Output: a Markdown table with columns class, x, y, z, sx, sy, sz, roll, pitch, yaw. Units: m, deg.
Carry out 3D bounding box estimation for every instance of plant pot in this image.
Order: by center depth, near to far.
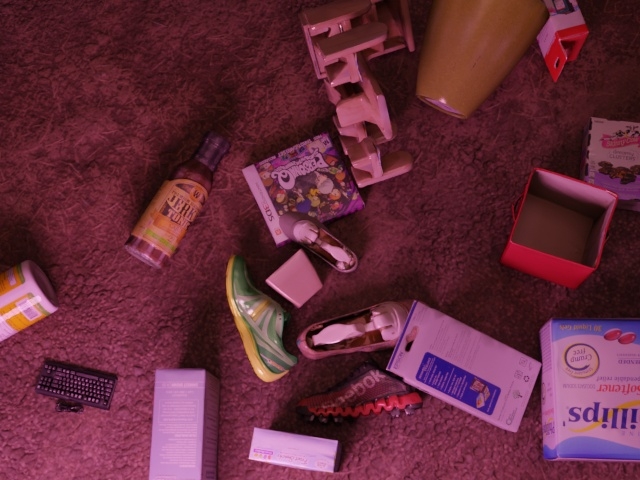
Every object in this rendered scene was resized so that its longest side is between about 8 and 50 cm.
| class | x | y | z | sx | sy | sz | roll | pitch | yaw |
| --- | --- | --- | --- | --- | --- | --- | --- | --- | --- |
| plant pot | -0.053 | 0.094 | 1.907 | 0.109 | 0.109 | 0.096 | -42 | 86 | -8 |
| plant pot | 0.346 | -0.447 | 1.970 | 0.274 | 0.275 | 0.294 | 27 | 93 | 11 |

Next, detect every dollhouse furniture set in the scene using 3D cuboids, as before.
| class | x | y | z | sx | sy | sz | roll | pitch | yaw |
| --- | --- | --- | --- | --- | --- | --- | --- | --- | --- |
| dollhouse furniture set | 0.126 | -0.401 | 1.916 | 0.256 | 0.362 | 0.394 | -19 | 44 | 0 |

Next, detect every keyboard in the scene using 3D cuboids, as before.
| class | x | y | z | sx | sy | sz | roll | pitch | yaw |
| --- | --- | --- | --- | --- | --- | --- | --- | --- | --- |
| keyboard | -0.560 | 0.343 | 1.909 | 0.180 | 0.023 | 0.108 | 12 | 75 | 8 |

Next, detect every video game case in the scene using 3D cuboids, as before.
| class | x | y | z | sx | sy | sz | roll | pitch | yaw |
| --- | --- | --- | --- | --- | --- | --- | --- | --- | --- |
| video game case | -0.042 | -0.124 | 1.998 | 0.232 | 0.042 | 0.210 | -24 | 75 | -3 |

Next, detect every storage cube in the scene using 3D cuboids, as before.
| class | x | y | z | sx | sy | sz | roll | pitch | yaw |
| --- | --- | --- | --- | --- | --- | --- | --- | --- | --- |
| storage cube | 0.518 | -0.024 | 1.852 | 0.215 | 0.193 | 0.184 | 19 | 76 | 10 |

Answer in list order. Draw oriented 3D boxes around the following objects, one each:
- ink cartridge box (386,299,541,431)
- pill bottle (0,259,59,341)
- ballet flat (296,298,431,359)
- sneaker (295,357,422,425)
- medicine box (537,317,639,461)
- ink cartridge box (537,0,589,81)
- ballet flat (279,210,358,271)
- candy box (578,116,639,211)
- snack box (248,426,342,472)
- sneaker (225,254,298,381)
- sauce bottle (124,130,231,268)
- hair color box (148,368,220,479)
| class | x | y | z | sx | sy | sz | roll | pitch | yaw |
| --- | --- | --- | --- | --- | --- | --- | --- | --- | --- |
| ink cartridge box | 0.299 | 0.267 | 1.789 | 0.332 | 0.065 | 0.165 | 28 | 77 | -14 |
| pill bottle | -0.740 | 0.159 | 1.915 | 0.245 | 0.136 | 0.136 | -29 | 74 | -5 |
| ballet flat | 0.101 | 0.198 | 1.861 | 0.316 | 0.106 | 0.108 | -17 | 73 | -1 |
| sneaker | 0.079 | 0.329 | 1.830 | 0.276 | 0.097 | 0.135 | -8 | 74 | -1 |
| medicine box | 0.609 | 0.318 | 1.769 | 0.263 | 0.149 | 0.289 | 0 | 73 | 4 |
| ink cartridge box | 0.573 | -0.517 | 2.021 | 0.078 | 0.134 | 0.231 | -15 | 74 | -1 |
| ballet flat | 0.000 | 0.000 | 1.919 | 0.213 | 0.068 | 0.072 | 35 | 88 | -3 |
| candy box | 0.692 | -0.177 | 1.947 | 0.164 | 0.070 | 0.196 | 8 | 75 | 6 |
| snack box | -0.047 | 0.439 | 1.749 | 0.174 | 0.207 | 0.070 | 8 | 74 | 7 |
| sneaker | -0.134 | 0.168 | 1.895 | 0.123 | 0.109 | 0.296 | -21 | 82 | -6 |
| sauce bottle | -0.330 | -0.102 | 1.976 | 0.111 | 0.111 | 0.344 | 27 | 79 | 11 |
| hair color box | -0.286 | 0.469 | 1.768 | 0.113 | 0.185 | 0.375 | -1 | 74 | 3 |
